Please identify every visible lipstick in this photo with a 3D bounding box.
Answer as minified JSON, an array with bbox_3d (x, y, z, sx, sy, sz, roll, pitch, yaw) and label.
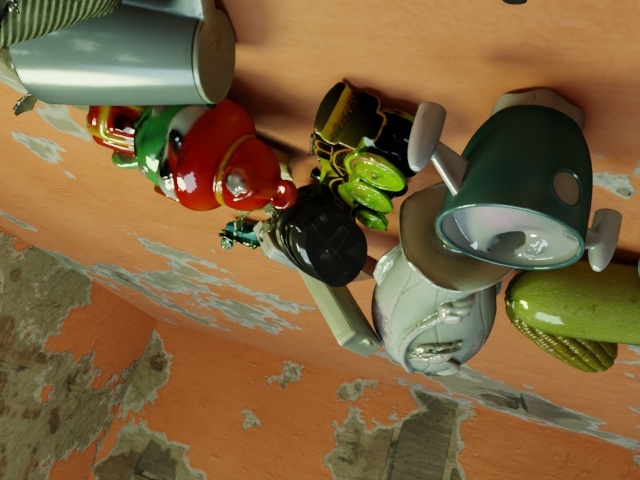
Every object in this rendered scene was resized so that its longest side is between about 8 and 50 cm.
[{"bbox_3d":[0.076,0.070,1.427,0.045,0.045,0.145,27,159,-24],"label":"lipstick"}]

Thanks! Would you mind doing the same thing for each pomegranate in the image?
[{"bbox_3d":[-0.021,-0.029,1.077,0.169,0.148,0.148,-18,-177,-34],"label":"pomegranate"}]

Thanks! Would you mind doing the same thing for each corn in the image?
[{"bbox_3d":[0.481,0.168,1.183,0.344,0.131,0.131,32,157,-37],"label":"corn"}]

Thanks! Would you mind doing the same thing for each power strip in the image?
[{"bbox_3d":[0.006,0.078,1.208,0.106,0.043,0.367,33,-161,-47],"label":"power strip"}]

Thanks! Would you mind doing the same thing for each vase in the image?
[{"bbox_3d":[0.208,0.081,1.055,0.250,0.250,0.445,16,154,10],"label":"vase"}]

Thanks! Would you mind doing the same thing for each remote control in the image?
[{"bbox_3d":[-0.043,0.035,1.342,0.250,0.034,0.103,29,-157,-44],"label":"remote control"}]

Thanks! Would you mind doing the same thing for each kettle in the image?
[{"bbox_3d":[-0.238,-0.264,0.752,0.243,0.160,0.210,8,129,13],"label":"kettle"}]

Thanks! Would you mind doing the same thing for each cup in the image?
[{"bbox_3d":[0.234,-0.075,0.706,0.299,0.173,0.167,26,159,-17],"label":"cup"}]

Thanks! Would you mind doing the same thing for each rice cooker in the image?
[{"bbox_3d":[0.000,0.000,0.953,0.165,0.112,0.106,47,166,-27],"label":"rice cooker"}]

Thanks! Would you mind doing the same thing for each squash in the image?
[{"bbox_3d":[0.426,0.094,0.979,0.247,0.132,0.132,7,159,4],"label":"squash"}]

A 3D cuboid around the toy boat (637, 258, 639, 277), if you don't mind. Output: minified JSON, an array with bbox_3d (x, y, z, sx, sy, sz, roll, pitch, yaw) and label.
[{"bbox_3d":[0.660,0.100,0.866,0.392,0.136,0.079,18,129,5],"label":"toy boat"}]

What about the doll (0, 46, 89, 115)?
[{"bbox_3d":[-0.381,-0.246,0.998,0.286,0.091,0.202,21,155,-34],"label":"doll"}]

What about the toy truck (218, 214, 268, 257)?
[{"bbox_3d":[-0.153,-0.019,1.390,0.154,0.080,0.078,11,132,23],"label":"toy truck"}]

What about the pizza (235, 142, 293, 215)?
[{"bbox_3d":[-0.151,-0.109,1.131,0.280,0.075,0.288,14,159,19],"label":"pizza"}]

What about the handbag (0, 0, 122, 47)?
[{"bbox_3d":[-0.300,-0.296,0.493,0.247,0.240,0.340,53,153,-11],"label":"handbag"}]

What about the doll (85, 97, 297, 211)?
[{"bbox_3d":[-0.186,-0.140,0.915,0.363,0.182,0.160,31,-159,20],"label":"doll"}]

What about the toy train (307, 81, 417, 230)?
[{"bbox_3d":[0.060,-0.108,0.901,0.160,0.100,0.296,25,163,6],"label":"toy train"}]

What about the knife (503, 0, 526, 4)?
[{"bbox_3d":[0.237,-0.253,0.468,0.072,0.019,0.245,24,158,-14],"label":"knife"}]
